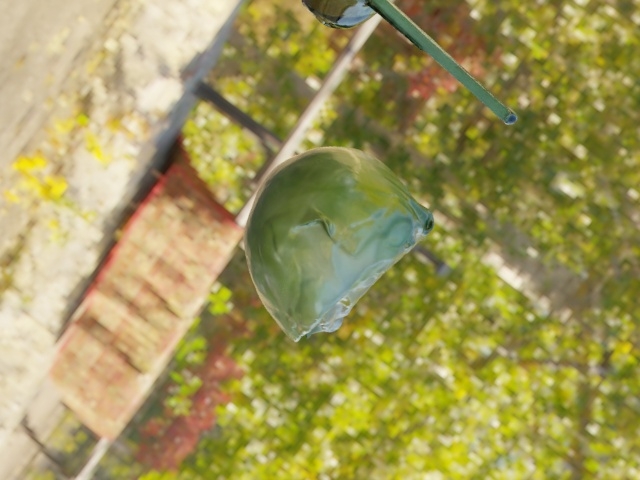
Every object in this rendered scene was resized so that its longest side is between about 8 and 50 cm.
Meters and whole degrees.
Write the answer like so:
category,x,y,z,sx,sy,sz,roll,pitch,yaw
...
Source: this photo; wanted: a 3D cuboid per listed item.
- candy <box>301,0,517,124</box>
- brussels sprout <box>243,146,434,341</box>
category,x,y,z,sx,sy,sz,roll,pitch,yaw
candy,0.049,-0.114,0.784,0.061,0.202,0.061,-18,132,-21
brussels sprout,-0.001,-0.005,1.101,0.151,0.122,0.149,-47,171,24
